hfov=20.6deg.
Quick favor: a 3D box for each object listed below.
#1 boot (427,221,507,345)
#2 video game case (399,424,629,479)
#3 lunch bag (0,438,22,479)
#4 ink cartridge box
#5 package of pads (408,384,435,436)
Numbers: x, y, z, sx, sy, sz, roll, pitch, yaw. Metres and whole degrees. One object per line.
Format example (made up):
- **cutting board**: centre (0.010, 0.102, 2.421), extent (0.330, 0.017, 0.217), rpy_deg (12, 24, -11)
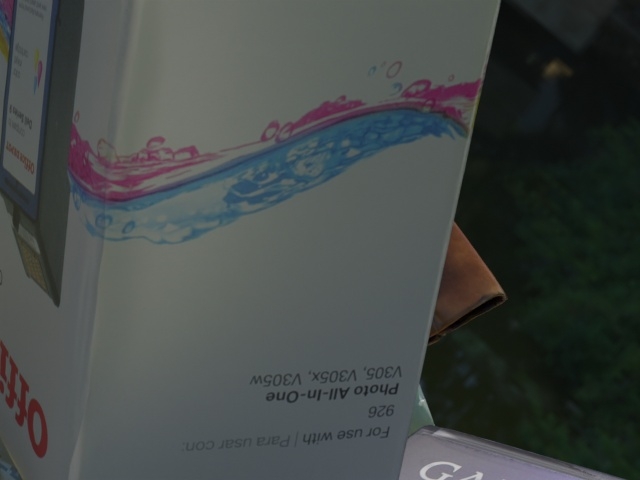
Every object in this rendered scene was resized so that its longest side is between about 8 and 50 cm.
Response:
- **boot**: centre (0.000, 0.000, 1.658), extent (0.096, 0.264, 0.280), rpy_deg (91, -26, -76)
- **video game case**: centre (-0.002, 0.131, 0.394), extent (0.274, 0.026, 0.196), rpy_deg (-28, 24, -34)
- **lunch bag**: centre (-0.322, 0.264, 1.462), extent (0.212, 0.305, 0.256), rpy_deg (27, -15, 40)
- **ink cartridge box**: centre (-0.032, -0.056, 0.421), extent (0.093, 0.212, 0.154), rpy_deg (-3, 26, -25)
- **package of pads**: centre (-0.077, 0.033, 1.188), extent (0.101, 0.229, 0.296), rpy_deg (-28, -101, 69)
